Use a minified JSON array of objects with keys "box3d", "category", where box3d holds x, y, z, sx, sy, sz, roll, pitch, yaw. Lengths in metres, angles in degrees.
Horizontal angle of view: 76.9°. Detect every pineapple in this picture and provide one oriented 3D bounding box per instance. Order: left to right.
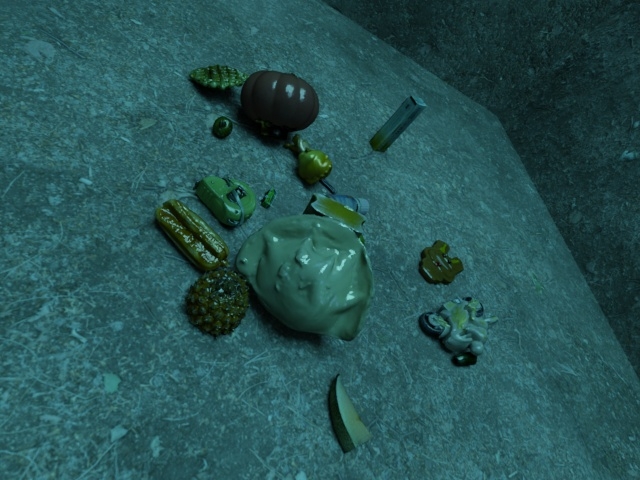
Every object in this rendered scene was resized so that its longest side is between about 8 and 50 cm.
[{"box3d":[-0.239,0.134,1.005,0.161,0.137,0.176,40,42,-3],"category":"pineapple"}]

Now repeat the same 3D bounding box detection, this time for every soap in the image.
[{"box3d":[0.000,0.000,1.193,0.173,0.274,0.089,28,45,-6],"category":"soap"}]

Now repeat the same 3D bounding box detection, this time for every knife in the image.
[{"box3d":[0.021,-0.231,1.619,0.121,0.018,0.031,47,42,1],"category":"knife"}]

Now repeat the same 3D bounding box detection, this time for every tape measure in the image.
[{"box3d":[-0.274,-0.124,1.237,0.177,0.087,0.154,51,40,5],"category":"tape measure"}]

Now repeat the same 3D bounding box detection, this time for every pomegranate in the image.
[{"box3d":[-0.341,-0.406,1.421,0.073,0.084,0.073,16,58,-27],"category":"pomegranate"}]

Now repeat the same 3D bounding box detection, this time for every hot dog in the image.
[{"box3d":[-0.342,-0.007,1.093,0.249,0.076,0.102,44,76,2],"category":"hot dog"}]

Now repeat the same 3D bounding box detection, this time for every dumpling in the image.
[{"box3d":[-0.028,0.081,1.097,0.394,0.316,0.233,29,7,6],"category":"dumpling"}]

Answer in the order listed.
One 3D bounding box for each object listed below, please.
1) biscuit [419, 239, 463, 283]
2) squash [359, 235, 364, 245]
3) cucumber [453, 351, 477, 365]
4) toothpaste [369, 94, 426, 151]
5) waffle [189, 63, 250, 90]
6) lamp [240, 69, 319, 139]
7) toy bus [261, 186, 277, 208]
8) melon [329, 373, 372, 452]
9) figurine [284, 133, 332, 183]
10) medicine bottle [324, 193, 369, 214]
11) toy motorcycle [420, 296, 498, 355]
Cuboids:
[{"box3d":[0.514,0.098,1.720,0.186,0.044,0.295,49,40,9],"category":"biscuit"},{"box3d":[0.091,-0.026,1.419,0.095,0.095,0.188,-14,57,-45],"category":"squash"},{"box3d":[0.514,0.425,1.440,0.105,0.048,0.048,5,54,-33],"category":"cucumber"},{"box3d":[0.369,-0.562,1.951,0.089,0.313,0.071,-4,59,-42],"category":"toothpaste"},{"box3d":[-0.387,-0.629,1.551,0.214,0.054,0.208,23,44,20],"category":"waffle"},{"box3d":[-0.160,-0.510,1.541,0.305,0.240,0.305,14,8,-2],"category":"lamp"},{"box3d":[-0.175,-0.147,1.378,0.037,0.031,0.083,38,41,-18],"category":"toy bus"},{"box3d":[0.064,0.447,1.055,0.097,0.054,0.182,-7,61,-49],"category":"melon"},{"box3d":[-0.045,-0.317,1.566,0.156,0.131,0.246,44,12,-51],"category":"figurine"},{"box3d":[0.097,-0.131,1.545,0.203,0.083,0.084,1,56,-40],"category":"medicine bottle"},{"box3d":[0.534,0.317,1.491,0.340,0.108,0.223,-13,50,-37],"category":"toy motorcycle"}]
